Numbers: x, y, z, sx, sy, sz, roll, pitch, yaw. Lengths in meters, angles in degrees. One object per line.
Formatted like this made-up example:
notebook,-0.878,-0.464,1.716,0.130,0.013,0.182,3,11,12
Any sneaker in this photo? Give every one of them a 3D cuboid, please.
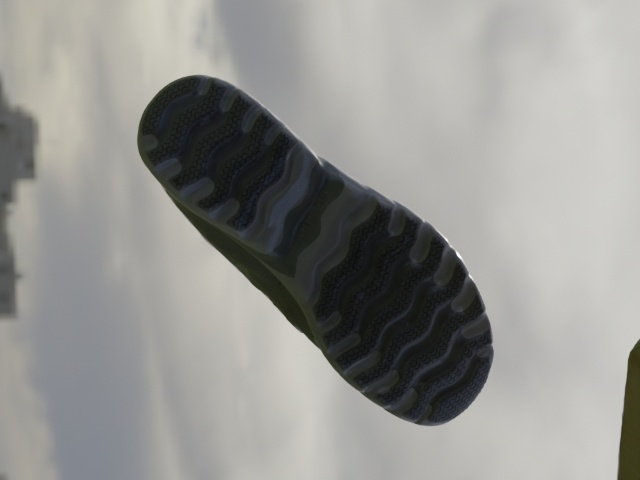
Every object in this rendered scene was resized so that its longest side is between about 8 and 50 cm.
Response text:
sneaker,0.000,0.000,1.183,0.281,0.105,0.115,47,-6,-10

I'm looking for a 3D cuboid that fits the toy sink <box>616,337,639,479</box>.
toy sink,0.218,0.024,0.527,0.153,0.234,0.131,43,-17,25
